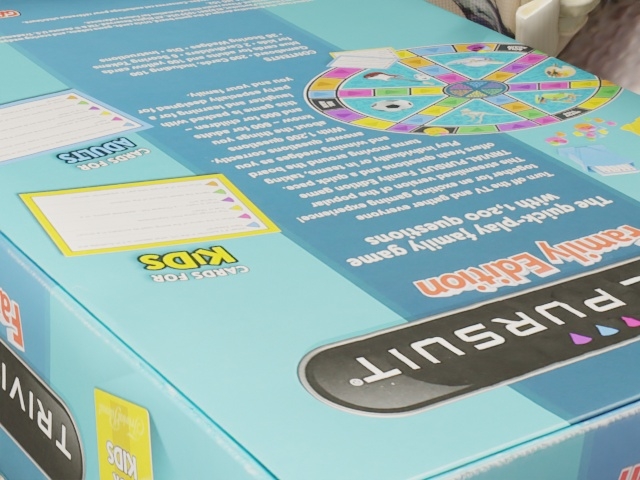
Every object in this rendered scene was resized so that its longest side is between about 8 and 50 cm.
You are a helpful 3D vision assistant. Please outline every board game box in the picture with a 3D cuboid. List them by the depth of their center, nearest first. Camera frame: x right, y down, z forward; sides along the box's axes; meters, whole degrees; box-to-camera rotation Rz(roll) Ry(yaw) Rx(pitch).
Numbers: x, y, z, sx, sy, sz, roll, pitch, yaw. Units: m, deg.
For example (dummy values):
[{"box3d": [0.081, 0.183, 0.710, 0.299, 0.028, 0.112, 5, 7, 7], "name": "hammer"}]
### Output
[{"box3d": [0.000, 0.000, 0.490, 0.253, 0.079, 0.336, -14, 31, -33], "name": "board game box"}]

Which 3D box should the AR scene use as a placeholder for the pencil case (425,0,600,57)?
[{"box3d": [0.161, -0.233, 0.728, 0.183, 0.160, 0.410, 29, 57, 33], "name": "pencil case"}]
